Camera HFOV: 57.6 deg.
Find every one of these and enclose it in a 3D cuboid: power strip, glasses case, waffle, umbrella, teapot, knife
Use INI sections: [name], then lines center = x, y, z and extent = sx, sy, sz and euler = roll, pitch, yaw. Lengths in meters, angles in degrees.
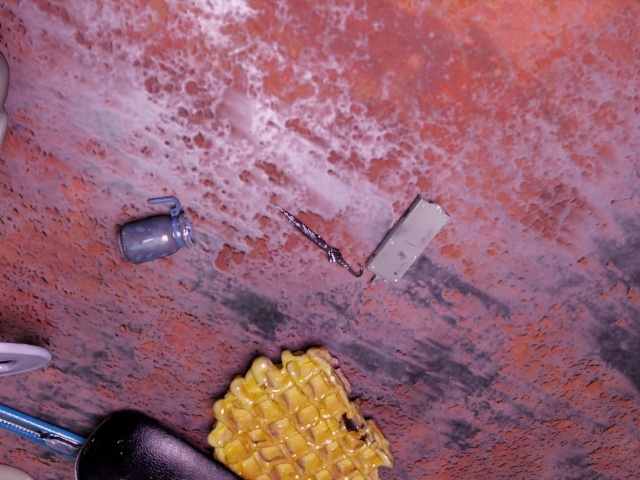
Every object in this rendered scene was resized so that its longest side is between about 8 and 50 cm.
[power strip]
center = 0.104, 0.005, 0.732
extent = 0.051, 0.019, 0.136
euler = 28, 110, -21
[glasses case]
center = -0.178, 0.349, 0.779
extent = 0.314, 0.122, 0.075
euler = 34, 143, -2
[waffle]
center = -0.019, 0.275, 0.828
extent = 0.283, 0.065, 0.309
euler = 13, 118, -11
[umbrella]
center = -0.002, 0.004, 0.719
extent = 0.148, 0.022, 0.022
euler = 35, 65, -21
[teapot]
center = -0.191, -0.010, 0.678
extent = 0.083, 0.064, 0.049
euler = -15, 149, -3
[knife]
center = -0.401, 0.254, 0.789
extent = 0.296, 0.026, 0.044
euler = 32, 120, -21

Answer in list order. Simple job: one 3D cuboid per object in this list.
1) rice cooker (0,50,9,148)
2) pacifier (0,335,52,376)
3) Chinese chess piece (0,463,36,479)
[rice cooker]
center = -0.422, -0.071, 0.433
extent = 0.325, 0.335, 0.335
euler = 29, 110, -34
[pacifier]
center = -0.443, 0.178, 0.621
extent = 0.279, 0.207, 0.227
euler = 6, 153, -38
[Chinese chess piece]
center = -0.470, 0.384, 0.826
extent = 0.144, 0.058, 0.144
euler = -3, 117, -7
